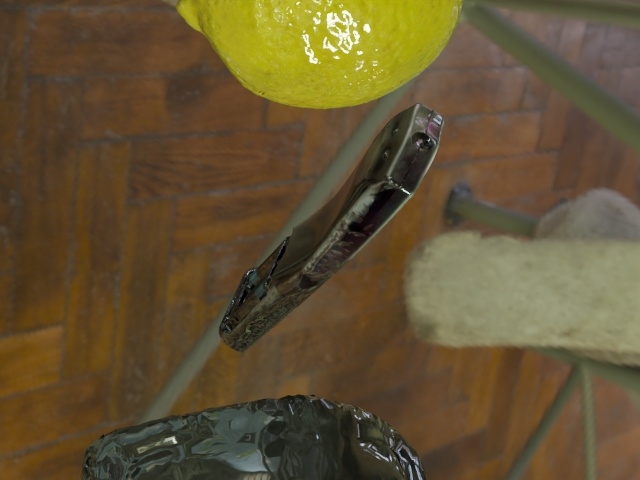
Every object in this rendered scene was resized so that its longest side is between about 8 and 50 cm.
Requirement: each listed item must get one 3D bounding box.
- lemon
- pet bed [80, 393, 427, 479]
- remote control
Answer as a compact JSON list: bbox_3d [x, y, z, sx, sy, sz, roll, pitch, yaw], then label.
[{"bbox_3d":[0.006,-0.251,1.222,0.267,0.267,0.267,-24,124,-41],"label":"lemon"},{"bbox_3d":[-0.020,0.193,0.584,0.183,0.211,0.159,4,147,-27],"label":"pet bed"},{"bbox_3d":[0.000,0.000,0.653,0.028,0.212,0.059,34,53,-8],"label":"remote control"}]
